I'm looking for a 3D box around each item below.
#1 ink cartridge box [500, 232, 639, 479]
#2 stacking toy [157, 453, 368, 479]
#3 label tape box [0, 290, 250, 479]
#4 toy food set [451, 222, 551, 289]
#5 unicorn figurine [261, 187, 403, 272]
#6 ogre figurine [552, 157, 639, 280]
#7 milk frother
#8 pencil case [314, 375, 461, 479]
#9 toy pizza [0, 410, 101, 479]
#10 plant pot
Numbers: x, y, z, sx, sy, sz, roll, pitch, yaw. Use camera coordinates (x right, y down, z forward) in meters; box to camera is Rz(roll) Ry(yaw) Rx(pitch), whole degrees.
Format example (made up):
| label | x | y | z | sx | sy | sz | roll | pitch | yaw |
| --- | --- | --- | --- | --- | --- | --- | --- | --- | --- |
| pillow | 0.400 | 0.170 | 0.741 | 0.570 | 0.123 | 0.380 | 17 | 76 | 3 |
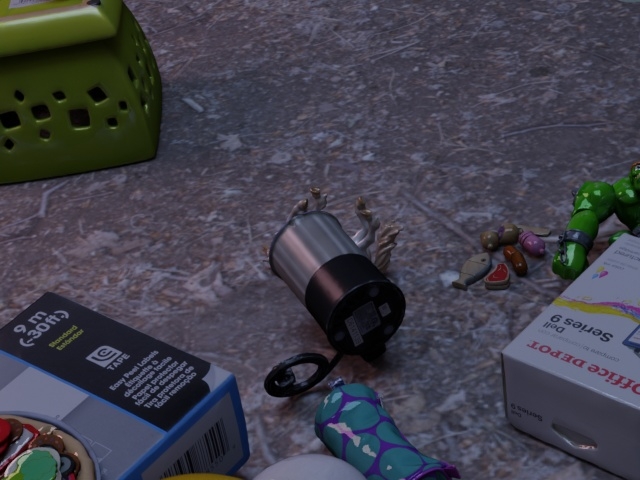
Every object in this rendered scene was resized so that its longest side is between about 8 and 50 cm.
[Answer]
| label | x | y | z | sx | sy | sz | roll | pitch | yaw |
| --- | --- | --- | --- | --- | --- | --- | --- | --- | --- |
| ink cartridge box | 0.283 | 0.100 | 1.263 | 0.154 | 0.093 | 0.212 | 21 | 47 | 38 |
| stacking toy | -0.089 | 0.276 | 0.983 | 0.350 | 0.350 | 0.480 | 12 | 23 | 30 |
| label tape box | -0.275 | 0.169 | 1.248 | 0.348 | 0.115 | 0.249 | 22 | 46 | 31 |
| toy food set | 0.194 | 0.013 | 1.481 | 0.078 | 0.019 | 0.122 | 9 | 38 | 27 |
| unicorn figurine | 0.000 | 0.000 | 1.497 | 0.162 | 0.111 | 0.060 | 22 | 34 | 19 |
| ogre figurine | 0.329 | -0.017 | 1.429 | 0.197 | 0.097 | 0.118 | -18 | 50 | 16 |
| milk frother | -0.012 | 0.066 | 1.363 | 0.143 | 0.129 | 0.135 | -17 | 37 | -20 |
| pencil case | 0.054 | 0.183 | 1.229 | 0.070 | 0.064 | 0.152 | -37 | 39 | -8 |
| toy pizza | -0.270 | 0.200 | 1.093 | 0.201 | 0.032 | 0.201 | -6 | 39 | 5 |
| plant pot | -0.335 | -0.227 | 1.818 | 0.228 | 0.207 | 0.227 | -9 | 33 | 1 |
